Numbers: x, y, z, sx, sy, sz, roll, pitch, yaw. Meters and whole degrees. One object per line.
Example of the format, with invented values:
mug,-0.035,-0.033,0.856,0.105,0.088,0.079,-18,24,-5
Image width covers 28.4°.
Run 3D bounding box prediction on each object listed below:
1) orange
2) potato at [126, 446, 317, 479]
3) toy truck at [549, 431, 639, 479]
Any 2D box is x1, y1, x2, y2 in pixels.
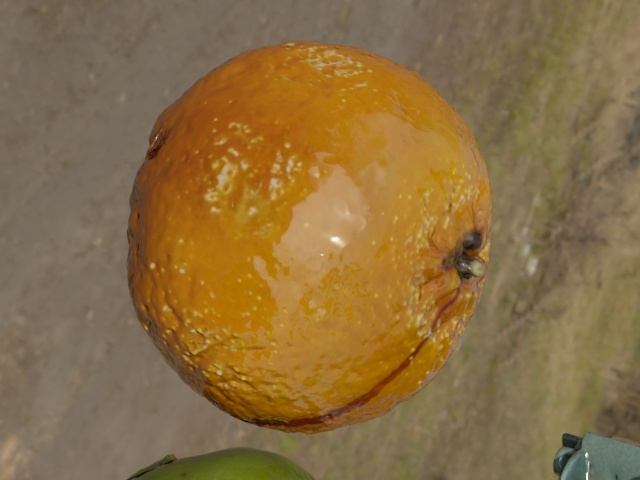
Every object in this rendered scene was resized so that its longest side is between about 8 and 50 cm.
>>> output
orange,0.000,0.000,0.623,0.193,0.161,0.193,-22,120,-43
potato,-0.073,0.233,0.675,0.253,0.186,0.148,-56,-167,-15
toy truck,0.126,0.270,0.639,0.184,0.133,0.338,25,83,-57
